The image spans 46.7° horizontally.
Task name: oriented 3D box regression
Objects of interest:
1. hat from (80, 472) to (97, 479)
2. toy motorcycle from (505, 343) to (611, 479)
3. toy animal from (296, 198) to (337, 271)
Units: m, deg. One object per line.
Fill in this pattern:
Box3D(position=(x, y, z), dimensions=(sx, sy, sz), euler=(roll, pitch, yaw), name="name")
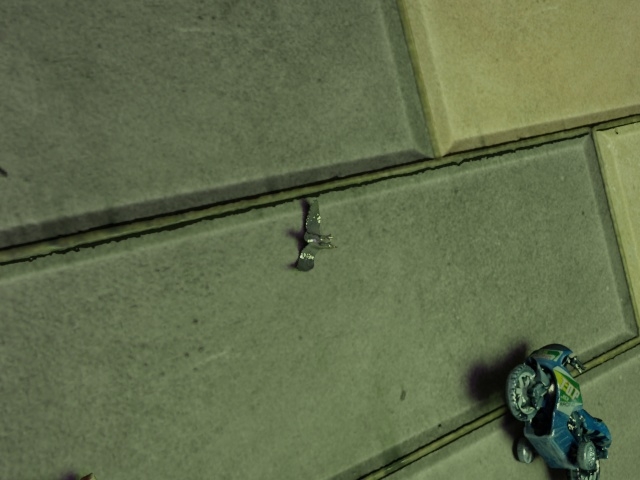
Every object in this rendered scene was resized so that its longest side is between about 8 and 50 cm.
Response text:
Box3D(position=(-0.266, 0.320, 0.547), dimensions=(0.286, 0.107, 0.237), euler=(2, 81, -57), name="hat")
Box3D(position=(0.312, 0.224, 0.961), dimensions=(0.254, 0.092, 0.135), euler=(50, 51, -28), name="toy motorcycle")
Box3D(position=(0.000, 0.000, 0.817), dimensions=(0.050, 0.028, 0.084), euler=(20, 74, -21), name="toy animal")
